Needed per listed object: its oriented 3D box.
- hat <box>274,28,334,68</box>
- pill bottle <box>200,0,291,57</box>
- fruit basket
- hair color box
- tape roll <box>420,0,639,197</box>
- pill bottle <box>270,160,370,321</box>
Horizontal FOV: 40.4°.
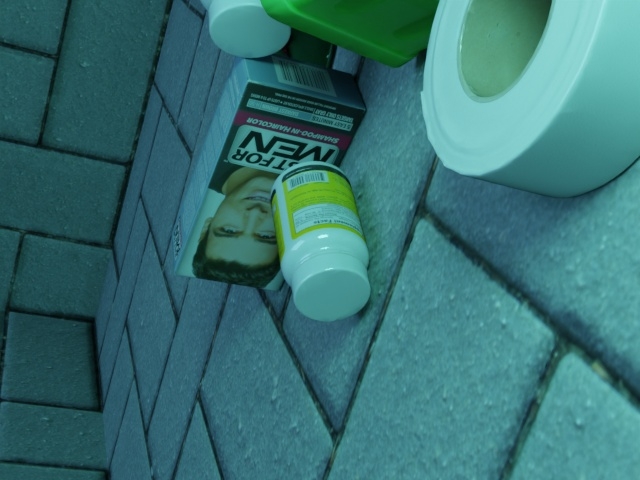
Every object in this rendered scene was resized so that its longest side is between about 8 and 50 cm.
[{"bbox_3d":[-0.087,-0.336,1.469,0.173,0.184,0.208,-138,61,-66],"label":"hat"},{"bbox_3d":[-0.100,-0.402,1.241,0.152,0.152,0.271,132,142,-53],"label":"pill bottle"},{"bbox_3d":[0.052,-0.414,1.090,0.392,0.283,0.391,-17,67,47],"label":"fruit basket"},{"bbox_3d":[-0.093,-0.100,1.363,0.113,0.186,0.374,-105,33,-47],"label":"hair color box"},{"bbox_3d":[0.201,-0.183,0.774,0.286,0.100,0.286,-169,90,-69],"label":"tape roll"},{"bbox_3d":[0.000,0.000,1.167,0.208,0.119,0.119,-101,30,-46],"label":"pill bottle"}]
